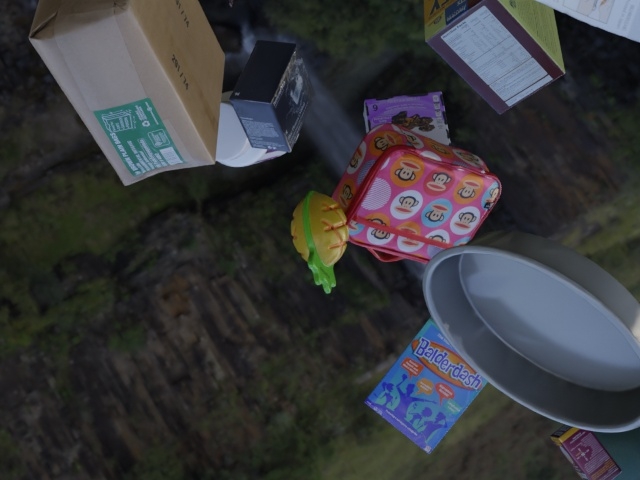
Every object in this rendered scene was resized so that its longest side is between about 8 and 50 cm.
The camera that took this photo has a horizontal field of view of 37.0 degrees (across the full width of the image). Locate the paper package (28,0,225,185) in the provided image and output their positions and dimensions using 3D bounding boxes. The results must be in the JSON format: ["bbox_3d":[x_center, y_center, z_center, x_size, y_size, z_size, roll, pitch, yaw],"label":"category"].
[{"bbox_3d":[-0.293,-0.307,1.518,0.168,0.309,0.325,-12,137,13],"label":"paper package"}]

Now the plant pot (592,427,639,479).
[{"bbox_3d":[0.550,0.362,1.436,0.272,0.271,0.255,-25,-164,-36],"label":"plant pot"}]

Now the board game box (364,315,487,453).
[{"bbox_3d":[0.210,0.274,1.822,0.210,0.160,0.047,-54,172,11],"label":"board game box"}]

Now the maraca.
[{"bbox_3d":[0.000,0.000,1.677,0.099,0.185,0.127,-15,151,22],"label":"maraca"}]

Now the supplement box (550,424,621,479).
[{"bbox_3d":[0.349,0.281,1.261,0.043,0.083,0.055,-36,171,-6],"label":"supplement box"}]

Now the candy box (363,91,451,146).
[{"bbox_3d":[0.183,-0.199,1.980,0.165,0.196,0.070,-7,161,-2],"label":"candy box"}]

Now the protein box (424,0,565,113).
[{"bbox_3d":[0.287,-0.364,1.603,0.136,0.201,0.199,-32,-145,32],"label":"protein box"}]

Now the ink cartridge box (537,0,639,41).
[{"bbox_3d":[0.346,-0.487,1.354,0.091,0.385,0.308,-49,158,-33],"label":"ink cartridge box"}]

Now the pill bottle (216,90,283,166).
[{"bbox_3d":[-0.167,-0.253,2.134,0.169,0.169,0.301,-35,179,19],"label":"pill bottle"}]

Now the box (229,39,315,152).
[{"bbox_3d":[-0.092,-0.284,1.892,0.158,0.093,0.156,65,40,-55],"label":"box"}]

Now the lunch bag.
[{"bbox_3d":[0.169,-0.068,1.812,0.293,0.120,0.258,14,119,-30],"label":"lunch bag"}]

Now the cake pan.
[{"bbox_3d":[0.250,0.099,1.077,0.054,0.293,0.293,-48,179,-26],"label":"cake pan"}]

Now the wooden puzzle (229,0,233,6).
[{"bbox_3d":[-0.178,-0.484,1.830,0.006,0.049,0.083,-15,-144,9],"label":"wooden puzzle"}]
